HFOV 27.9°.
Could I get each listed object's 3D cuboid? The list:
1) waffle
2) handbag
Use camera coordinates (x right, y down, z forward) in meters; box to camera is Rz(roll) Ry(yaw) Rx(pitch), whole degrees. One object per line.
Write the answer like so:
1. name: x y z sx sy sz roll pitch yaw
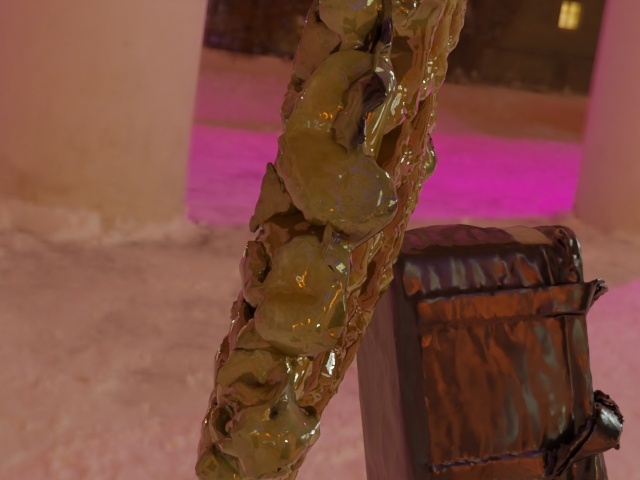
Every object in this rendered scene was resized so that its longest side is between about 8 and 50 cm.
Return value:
1. waffle: 0.000 0.000 0.612 0.073 0.317 0.297 20 -15 5
2. handbag: 0.128 0.113 1.026 0.181 0.254 0.181 -4 -5 -14
